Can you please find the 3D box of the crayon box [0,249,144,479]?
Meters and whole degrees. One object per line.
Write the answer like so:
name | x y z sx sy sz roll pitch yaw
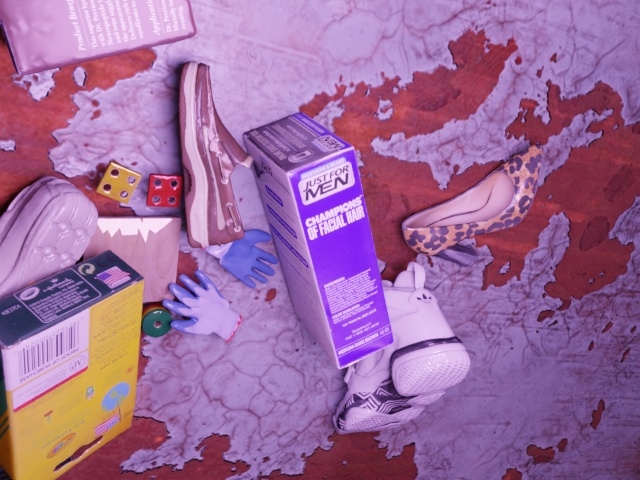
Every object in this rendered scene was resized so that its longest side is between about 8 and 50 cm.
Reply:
crayon box | -0.348 0.187 0.958 0.202 0.081 0.319 -30 145 -45

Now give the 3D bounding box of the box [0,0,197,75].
box | -0.268 -0.303 0.800 0.203 0.167 0.169 -17 121 -18

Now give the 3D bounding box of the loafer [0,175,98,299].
loafer | -0.414 0.059 0.925 0.319 0.111 0.112 -54 145 -6

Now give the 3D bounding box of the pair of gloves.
pair of gloves | -0.148 0.061 1.094 0.159 0.023 0.198 39 79 -47

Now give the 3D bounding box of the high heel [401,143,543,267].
high heel | 0.259 -0.073 1.209 0.186 0.093 0.261 18 114 -38

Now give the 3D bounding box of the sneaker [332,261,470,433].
sneaker | 0.116 0.199 1.256 0.137 0.210 0.366 3 146 -27

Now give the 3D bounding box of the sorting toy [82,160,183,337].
sorting toy | -0.274 0.013 1.022 0.132 0.046 0.275 -2 115 -25

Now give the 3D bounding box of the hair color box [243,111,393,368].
hair color box | 0.000 0.000 1.067 0.110 0.185 0.339 -24 122 -14

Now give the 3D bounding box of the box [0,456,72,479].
box | -0.495 0.284 1.043 0.220 0.051 0.175 -15 119 -19

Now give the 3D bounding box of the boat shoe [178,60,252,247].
boat shoe | -0.142 -0.117 0.983 0.095 0.095 0.258 -2 113 -7
